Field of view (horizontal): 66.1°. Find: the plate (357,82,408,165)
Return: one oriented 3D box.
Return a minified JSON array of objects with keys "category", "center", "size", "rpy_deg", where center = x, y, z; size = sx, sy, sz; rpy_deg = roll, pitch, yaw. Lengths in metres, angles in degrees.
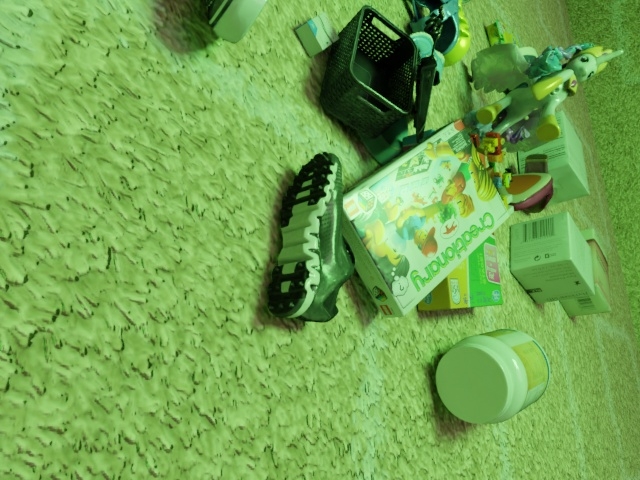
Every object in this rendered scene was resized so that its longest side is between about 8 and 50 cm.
[{"category":"plate","center":[0.118,-0.223,0.897],"size":[0.188,0.024,0.188],"rpy_deg":[20,63,-45]}]

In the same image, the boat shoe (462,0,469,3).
[{"category":"boat shoe","center":[0.387,-0.694,1.328],"size":[0.301,0.108,0.102],"rpy_deg":[-26,97,-49]}]

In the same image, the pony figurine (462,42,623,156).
[{"category":"pony figurine","center":[0.497,-0.335,1.191],"size":[0.363,0.351,0.303],"rpy_deg":[-40,106,-29]}]

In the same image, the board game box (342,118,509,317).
[{"category":"board game box","center":[0.164,-0.044,0.778],"size":[0.305,0.053,0.193],"rpy_deg":[-36,100,-30]}]

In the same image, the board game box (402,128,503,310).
[{"category":"board game box","center":[0.258,-0.029,0.944],"size":[0.242,0.064,0.317],"rpy_deg":[5,78,-50]}]

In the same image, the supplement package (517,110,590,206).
[{"category":"supplement package","center":[0.726,-0.251,1.543],"size":[0.194,0.149,0.203],"rpy_deg":[33,54,-39]}]

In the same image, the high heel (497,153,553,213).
[{"category":"high heel","center":[0.558,-0.100,1.308],"size":[0.377,0.127,0.182],"rpy_deg":[-34,122,-47]}]

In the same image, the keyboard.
[{"category":"keyboard","center":[0.184,-0.299,0.865],"size":[0.317,0.033,0.202],"rpy_deg":[-66,164,-66]}]

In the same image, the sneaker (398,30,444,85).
[{"category":"sneaker","center":[0.221,-0.384,1.051],"size":[0.162,0.063,0.073],"rpy_deg":[16,68,-47]}]

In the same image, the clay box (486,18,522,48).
[{"category":"clay box","center":[0.611,-0.638,1.622],"size":[0.222,0.053,0.128],"rpy_deg":[-8,83,-50]}]

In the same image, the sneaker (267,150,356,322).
[{"category":"sneaker","center":[0.000,0.000,0.635],"size":[0.106,0.078,0.235],"rpy_deg":[34,56,-42]}]

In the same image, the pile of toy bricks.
[{"category":"pile of toy bricks","center":[0.357,-0.133,1.111],"size":[0.105,0.118,0.212],"rpy_deg":[-33,122,-22]}]

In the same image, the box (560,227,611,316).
[{"category":"box","center":[0.828,0.101,1.559],"size":[0.149,0.126,0.232],"rpy_deg":[47,46,-29]}]

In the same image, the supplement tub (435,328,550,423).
[{"category":"supplement tub","center":[0.302,0.234,0.858],"size":[0.199,0.144,0.145],"rpy_deg":[4,74,-49]}]

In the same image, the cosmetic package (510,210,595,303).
[{"category":"cosmetic package","center":[0.606,0.049,1.288],"size":[0.183,0.151,0.152],"rpy_deg":[40,49,-33]}]

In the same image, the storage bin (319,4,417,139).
[{"category":"storage bin","center":[0.081,-0.273,0.800],"size":[0.122,0.084,0.180],"rpy_deg":[27,55,-24]}]

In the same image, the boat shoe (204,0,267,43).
[{"category":"boat shoe","center":[-0.116,-0.379,0.616],"size":[0.119,0.121,0.335],"rpy_deg":[27,46,-33]}]

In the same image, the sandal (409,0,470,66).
[{"category":"sandal","center":[0.257,-0.565,1.116],"size":[0.138,0.126,0.318],"rpy_deg":[5,72,-45]}]

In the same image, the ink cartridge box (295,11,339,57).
[{"category":"ink cartridge box","center":[-0.001,-0.333,0.788],"size":[0.048,0.028,0.083],"rpy_deg":[57,41,-20]}]

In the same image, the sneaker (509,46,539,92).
[{"category":"sneaker","center":[0.638,-0.501,1.549],"size":[0.350,0.131,0.148],"rpy_deg":[-9,90,-47]}]
